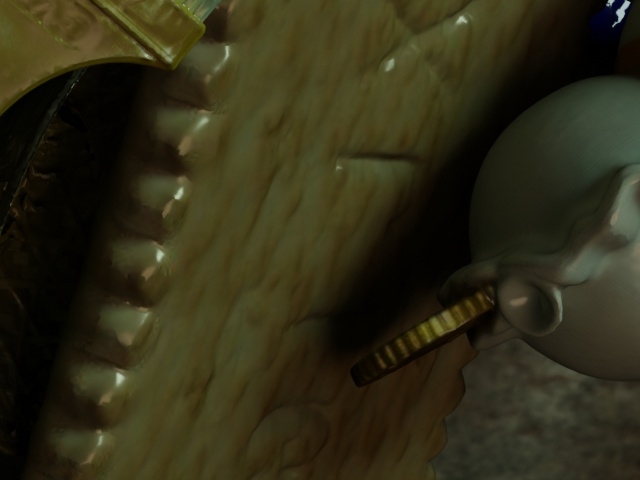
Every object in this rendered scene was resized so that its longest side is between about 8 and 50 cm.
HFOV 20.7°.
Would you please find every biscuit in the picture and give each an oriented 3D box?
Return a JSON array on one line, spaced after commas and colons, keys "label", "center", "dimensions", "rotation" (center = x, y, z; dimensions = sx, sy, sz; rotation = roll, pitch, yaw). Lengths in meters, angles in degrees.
[{"label": "biscuit", "center": [0.000, 0.000, 0.573], "dimensions": [0.217, 0.044, 0.325], "rotation": [-3, 116, -50]}]

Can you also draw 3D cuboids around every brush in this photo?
[{"label": "brush", "center": [-0.092, -0.028, 0.425], "dimensions": [0.083, 0.011, 0.205], "rotation": [40, 86, -37]}]

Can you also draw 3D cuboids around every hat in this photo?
[{"label": "hat", "center": [-0.095, -0.014, 0.535], "dimensions": [0.146, 0.067, 0.146], "rotation": [21, 90, -78]}]

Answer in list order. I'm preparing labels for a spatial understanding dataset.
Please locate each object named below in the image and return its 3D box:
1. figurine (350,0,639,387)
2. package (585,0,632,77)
[{"label": "figurine", "center": [0.125, -0.034, 0.577], "dimensions": [0.271, 0.143, 0.143], "rotation": [-19, 120, -8]}, {"label": "package", "center": [0.135, -0.073, 0.669], "dimensions": [0.110, 0.033, 0.077], "rotation": [-6, 92, -37]}]
